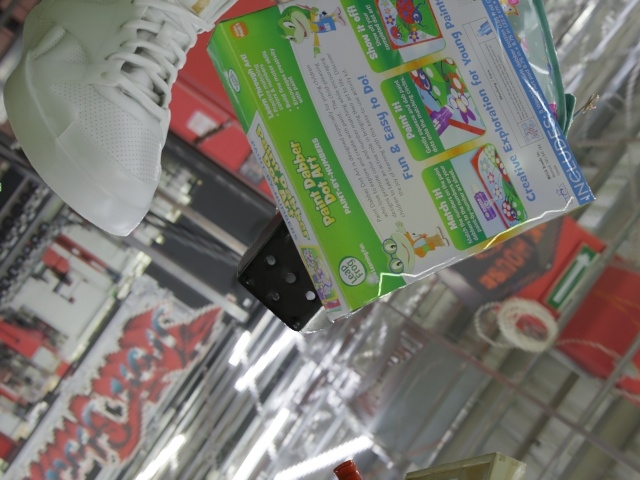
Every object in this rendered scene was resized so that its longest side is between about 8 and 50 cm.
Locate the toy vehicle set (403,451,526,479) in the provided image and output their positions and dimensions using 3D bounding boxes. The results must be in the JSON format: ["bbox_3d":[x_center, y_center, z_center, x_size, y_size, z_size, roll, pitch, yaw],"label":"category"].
[{"bbox_3d":[0.129,0.325,1.068,0.267,0.035,0.166,132,-20,-67],"label":"toy vehicle set"}]

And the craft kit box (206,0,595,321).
[{"bbox_3d":[0.068,-0.095,0.814,0.246,0.250,0.061,-22,175,-24],"label":"craft kit box"}]

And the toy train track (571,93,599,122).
[{"bbox_3d":[0.456,-0.224,1.710,0.048,0.014,0.083,-57,-174,-38],"label":"toy train track"}]

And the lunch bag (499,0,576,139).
[{"bbox_3d":[0.177,-0.160,1.192,0.223,0.160,0.262,-34,-114,50],"label":"lunch bag"}]

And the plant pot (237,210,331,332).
[{"bbox_3d":[-0.021,0.036,1.537,0.188,0.187,0.167,-49,178,20],"label":"plant pot"}]

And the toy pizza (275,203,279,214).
[{"bbox_3d":[0.000,0.000,1.667,0.032,0.201,0.201,-46,-176,-33],"label":"toy pizza"}]

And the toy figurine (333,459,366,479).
[{"bbox_3d":[-0.002,0.495,1.677,0.209,0.148,0.213,-15,154,-40],"label":"toy figurine"}]

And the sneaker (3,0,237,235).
[{"bbox_3d":[-0.125,-0.143,0.691,0.169,0.108,0.292,-39,-140,15],"label":"sneaker"}]
